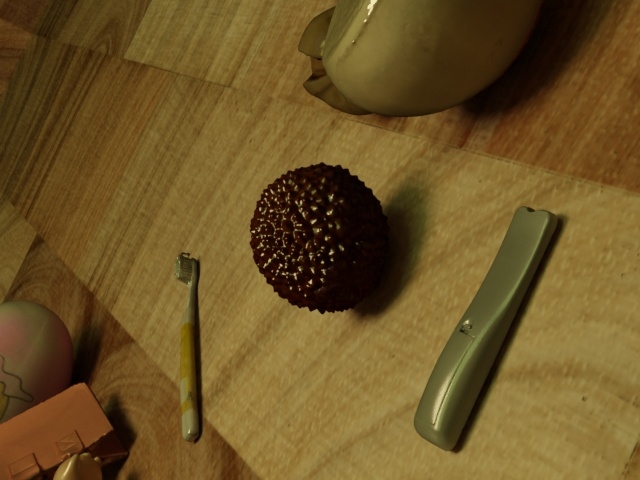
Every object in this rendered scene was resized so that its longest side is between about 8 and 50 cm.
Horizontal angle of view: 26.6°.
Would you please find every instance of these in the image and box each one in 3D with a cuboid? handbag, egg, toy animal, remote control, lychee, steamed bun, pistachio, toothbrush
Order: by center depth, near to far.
[{"bbox_3d":[0.114,0.059,0.962,0.184,0.027,0.050,-64,24,-3],"label":"remote control"},{"bbox_3d":[0.105,-0.202,1.100,0.232,0.145,0.232,-157,90,-81],"label":"steamed bun"},{"bbox_3d":[0.003,0.002,1.147,0.129,0.123,0.123,49,116,28],"label":"lychee"},{"bbox_3d":[0.033,-0.176,1.284,0.113,0.113,0.149,-60,17,9],"label":"pistachio"},{"bbox_3d":[-0.235,0.283,1.413,0.082,0.091,0.114,13,90,38],"label":"toy animal"},{"bbox_3d":[-0.144,0.107,1.451,0.021,0.024,0.288,-49,28,27],"label":"toothbrush"},{"bbox_3d":[-0.333,0.253,1.518,0.212,0.059,0.157,-27,24,-14],"label":"handbag"},{"bbox_3d":[-0.426,0.200,1.734,0.271,0.196,0.196,-50,27,24],"label":"egg"}]
